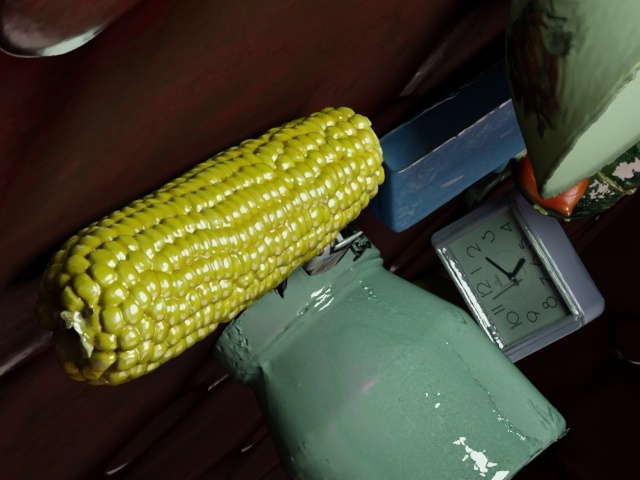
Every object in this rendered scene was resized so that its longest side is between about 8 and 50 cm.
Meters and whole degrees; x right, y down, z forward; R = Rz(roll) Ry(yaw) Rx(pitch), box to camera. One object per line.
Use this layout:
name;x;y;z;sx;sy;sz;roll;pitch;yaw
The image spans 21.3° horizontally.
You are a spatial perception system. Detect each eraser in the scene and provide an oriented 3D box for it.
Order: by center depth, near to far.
eraser;0.179;-0.124;1.518;0.312;0.043;0.144;-33;161;-11

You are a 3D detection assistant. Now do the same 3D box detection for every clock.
clock;0.207;-0.072;2.065;0.085;0.017;0.085;-41;170;-9
clock;0.243;0.041;2.118;0.144;0.193;0.073;-33;176;39

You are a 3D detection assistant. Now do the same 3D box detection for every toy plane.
toy plane;0.001;-0.001;1.479;0.078;0.053;0.197;-30;171;-15

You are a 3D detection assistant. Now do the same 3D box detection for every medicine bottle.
medicine bottle;0.059;0.152;1.663;0.245;0.290;0.245;-40;171;-7

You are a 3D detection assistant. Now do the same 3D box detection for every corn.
corn;-0.071;0.002;1.078;0.310;0.101;0.101;-35;168;-47

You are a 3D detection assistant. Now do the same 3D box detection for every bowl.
bowl;0.236;-0.196;1.242;0.337;0.157;0.337;-40;169;-9

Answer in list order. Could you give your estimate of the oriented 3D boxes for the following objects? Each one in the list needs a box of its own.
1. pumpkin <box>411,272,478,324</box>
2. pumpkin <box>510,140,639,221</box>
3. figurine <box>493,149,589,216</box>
pumpkin;0.121;0.187;2.397;0.332;0.199;0.332;-47;176;-4
pumpkin;0.296;-0.109;1.875;0.190;0.146;0.190;-26;-172;4
figurine;0.204;-0.085;1.644;0.075;0.140;0.068;-39;174;-18
